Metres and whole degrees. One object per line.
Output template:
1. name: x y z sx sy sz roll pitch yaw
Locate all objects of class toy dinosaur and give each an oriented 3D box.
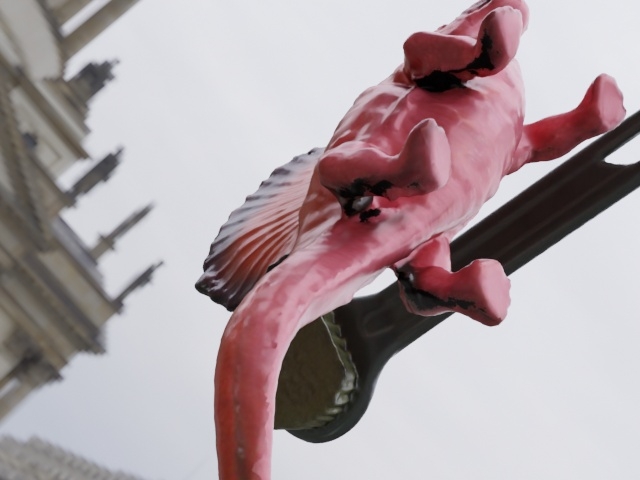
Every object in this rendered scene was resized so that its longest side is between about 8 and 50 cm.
1. toy dinosaur: -0.004 -0.001 0.460 0.139 0.286 0.070 -12 -60 39

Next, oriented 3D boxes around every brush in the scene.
1. brush: 0.071 -0.005 0.535 0.027 0.266 0.062 18 42 -53
